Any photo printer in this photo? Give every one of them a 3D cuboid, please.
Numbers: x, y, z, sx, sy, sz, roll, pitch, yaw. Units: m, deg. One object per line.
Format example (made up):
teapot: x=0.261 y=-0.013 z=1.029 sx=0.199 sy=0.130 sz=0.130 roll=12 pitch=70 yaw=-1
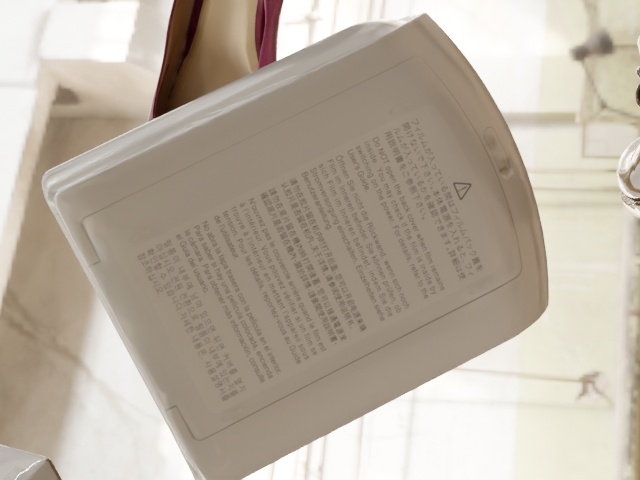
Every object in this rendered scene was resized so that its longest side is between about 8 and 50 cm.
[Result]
photo printer: x=0.000 y=0.000 z=0.734 sx=0.256 sy=0.307 sz=0.107 roll=64 pitch=175 yaw=-13

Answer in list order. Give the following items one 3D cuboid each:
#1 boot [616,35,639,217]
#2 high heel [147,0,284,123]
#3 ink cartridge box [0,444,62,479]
boot: x=0.240 y=-0.090 z=0.637 sx=0.112 sy=0.115 sz=0.305 roll=-44 pitch=-3 yaw=-7
high heel: x=-0.096 y=-0.169 z=0.812 sx=0.181 sy=0.127 sz=0.377 roll=22 pitch=-96 yaw=-64
ink cartridge box: x=-0.443 y=0.351 z=1.079 sx=0.309 sy=0.272 sz=0.130 roll=-46 pitch=-53 yaw=-39
